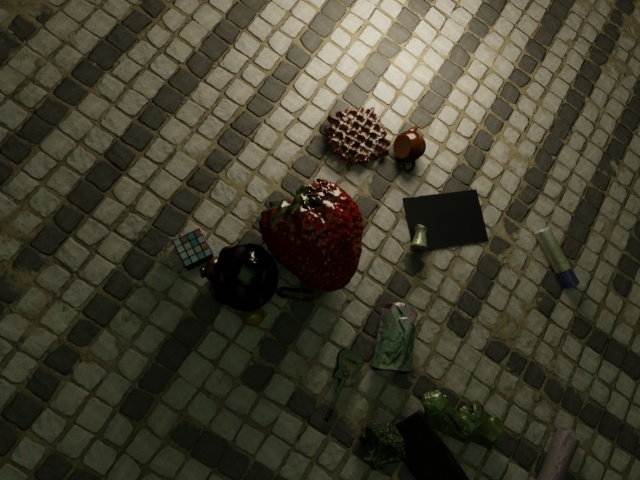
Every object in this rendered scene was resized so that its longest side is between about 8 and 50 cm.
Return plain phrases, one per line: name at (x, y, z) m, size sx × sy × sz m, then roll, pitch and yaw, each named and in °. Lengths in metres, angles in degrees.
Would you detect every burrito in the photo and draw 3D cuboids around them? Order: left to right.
burrito at (0.249, 0.315, 1.420) m, size 0.144 × 0.089 × 0.228 m, roll 11°, pitch 79°, yaw -12°

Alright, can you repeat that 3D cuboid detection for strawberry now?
strawberry at (0.000, 0.000, 1.348) m, size 0.312 × 0.267 × 0.351 m, roll -29°, pitch 107°, yaw -5°

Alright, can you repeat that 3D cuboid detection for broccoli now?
broccoli at (0.187, 0.624, 1.323) m, size 0.146 × 0.162 × 0.138 m, roll 33°, pitch 58°, yaw 23°

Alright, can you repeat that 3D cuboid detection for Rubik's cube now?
Rubik's cube at (-0.390, 0.029, 1.338) m, size 0.092 × 0.092 × 0.092 m, roll -27°, pitch 86°, yaw -15°

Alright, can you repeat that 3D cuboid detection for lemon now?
lemon at (-0.208, 0.235, 1.353) m, size 0.083 × 0.062 × 0.062 m, roll -8°, pitch 81°, yaw -11°

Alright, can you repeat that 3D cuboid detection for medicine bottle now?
medicine bottle at (0.871, 0.063, 1.606) m, size 0.059 × 0.059 × 0.230 m, roll -25°, pitch 86°, yaw -15°

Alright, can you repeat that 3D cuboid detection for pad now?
pad at (0.453, -0.075, 1.576) m, size 0.300 × 0.005 × 0.202 m, roll -8°, pitch 81°, yaw -13°

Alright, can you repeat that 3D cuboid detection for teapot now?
teapot at (0.327, -0.330, 1.554) m, size 0.116 × 0.116 × 0.173 m, roll 0°, pitch 106°, yaw -11°
teapot at (0.349, -0.010, 1.515) m, size 0.067 × 0.057 × 0.083 m, roll 26°, pitch 68°, yaw -44°

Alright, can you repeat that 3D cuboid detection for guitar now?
guitar at (0.064, 0.460, 1.385) m, size 0.088 × 0.025 × 0.233 m, roll 25°, pitch 77°, yaw -6°

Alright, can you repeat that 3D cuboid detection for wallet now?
wallet at (0.336, 0.685, 1.374) m, size 0.146 × 0.030 × 0.285 m, roll -35°, pitch 89°, yaw 6°

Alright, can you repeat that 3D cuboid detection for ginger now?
ginger at (0.458, 0.579, 1.415) m, size 0.290 × 0.089 × 0.137 m, roll 17°, pitch 95°, yaw -3°

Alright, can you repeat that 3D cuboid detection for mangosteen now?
mangosteen at (-0.251, 0.105, 1.309) m, size 0.250 × 0.211 × 0.211 m, roll 5°, pitch 77°, yaw 19°

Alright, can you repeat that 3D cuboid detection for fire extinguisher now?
fire extinguisher at (-0.088, 0.169, 1.396) m, size 0.132 × 0.056 × 0.039 m, roll 8°, pitch 52°, yaw -13°

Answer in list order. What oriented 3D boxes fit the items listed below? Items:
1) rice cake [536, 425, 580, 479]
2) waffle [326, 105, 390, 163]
rice cake at (0.768, 0.790, 1.451) m, size 0.073 × 0.056 × 0.365 m, roll 36°, pitch 75°, yaw -5°
waffle at (0.130, -0.373, 1.543) m, size 0.234 × 0.055 × 0.221 m, roll -16°, pitch 81°, yaw -19°
